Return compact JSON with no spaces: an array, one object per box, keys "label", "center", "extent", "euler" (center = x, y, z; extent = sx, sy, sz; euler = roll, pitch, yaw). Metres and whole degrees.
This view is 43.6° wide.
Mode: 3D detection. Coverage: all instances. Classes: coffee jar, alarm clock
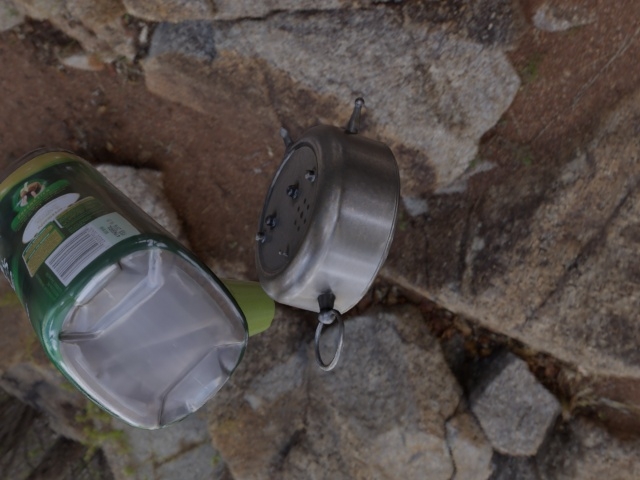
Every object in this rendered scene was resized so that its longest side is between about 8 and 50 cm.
[{"label":"coffee jar","center":[-0.118,0.015,0.419],"extent":[0.184,0.079,0.096],"euler":[33,163,52]},{"label":"alarm clock","center":[0.000,0.000,0.551],"extent":[0.064,0.192,0.129],"euler":[14,141,-25]}]

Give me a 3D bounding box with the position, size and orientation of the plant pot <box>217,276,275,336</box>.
[{"label":"plant pot","center":[-0.088,0.068,0.772],"extent":[0.083,0.079,0.083],"euler":[1,92,42]}]
